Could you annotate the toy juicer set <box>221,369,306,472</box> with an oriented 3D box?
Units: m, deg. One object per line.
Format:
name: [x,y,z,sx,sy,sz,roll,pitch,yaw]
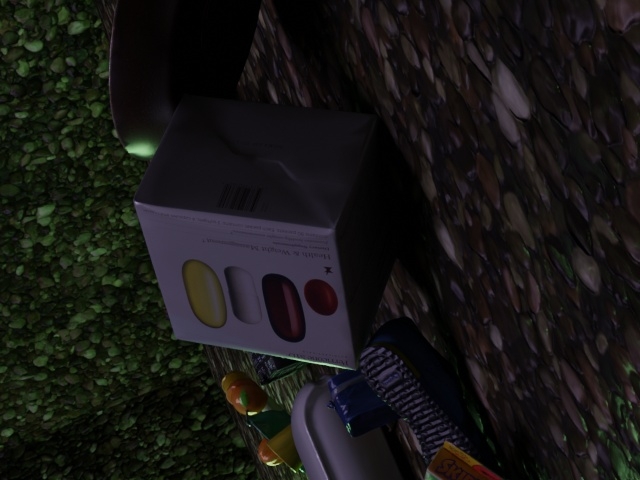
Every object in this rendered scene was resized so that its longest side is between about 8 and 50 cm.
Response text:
toy juicer set: [-0.095,0.317,2.494,0.209,0.089,0.329,42,175,10]

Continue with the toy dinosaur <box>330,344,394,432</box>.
toy dinosaur: [0.064,0.179,1.771,0.112,0.064,0.211,-66,-41,-57]

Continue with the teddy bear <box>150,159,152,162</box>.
teddy bear: [-0.217,-0.176,2.198,0.338,0.113,0.245,-137,63,-82]

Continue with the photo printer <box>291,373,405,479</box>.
photo printer: [0.051,0.329,1.950,0.256,0.107,0.308,98,149,-74]

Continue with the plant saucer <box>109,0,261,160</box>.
plant saucer: [-0.118,-0.224,1.431,0.310,0.050,0.311,15,-90,-77]

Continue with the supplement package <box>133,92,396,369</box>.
supplement package: [-0.045,-0.008,1.379,0.203,0.194,0.149,79,-156,-48]

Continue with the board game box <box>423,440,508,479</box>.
board game box: [0.148,0.261,1.340,0.124,0.039,0.259,32,157,14]

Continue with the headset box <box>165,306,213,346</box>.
headset box: [-0.137,-0.007,1.924,0.218,0.110,0.293,149,127,-80]

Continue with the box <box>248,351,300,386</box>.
box: [-0.096,0.102,2.374,0.307,0.076,0.242,120,128,-77]

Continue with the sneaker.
sneaker: [0.122,0.164,1.395,0.069,0.082,0.209,-32,95,41]

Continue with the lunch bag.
lunch bag: [0.054,0.169,1.624,0.067,0.098,0.065,76,172,-62]
